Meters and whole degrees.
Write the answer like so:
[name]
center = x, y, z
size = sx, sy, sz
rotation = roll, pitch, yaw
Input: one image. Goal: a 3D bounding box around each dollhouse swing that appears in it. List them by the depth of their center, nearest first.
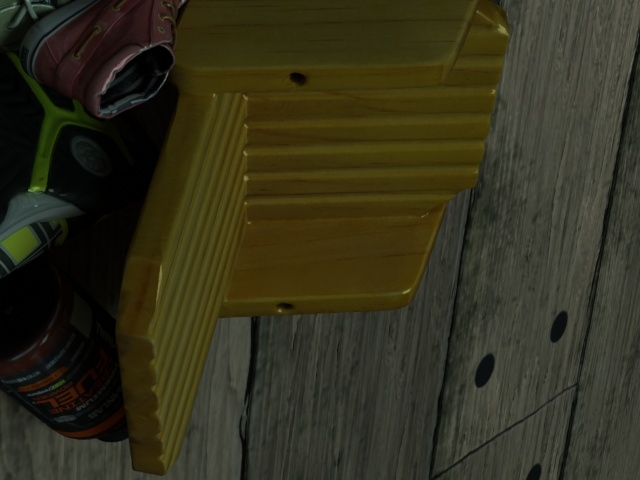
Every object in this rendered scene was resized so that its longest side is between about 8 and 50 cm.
[dollhouse swing]
center = 0.000, 0.000, 1.237
size = 0.347, 0.315, 0.305
rotation = 95, -8, -54

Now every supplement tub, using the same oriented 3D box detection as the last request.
[supplement tub]
center = -0.209, 0.097, 1.262
size = 0.106, 0.106, 0.198
rotation = -59, 146, -15

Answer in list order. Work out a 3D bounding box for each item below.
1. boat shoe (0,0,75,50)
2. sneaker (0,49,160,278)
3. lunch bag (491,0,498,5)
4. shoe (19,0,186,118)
[boat shoe]
center = -0.219, -0.190, 1.096
size = 0.302, 0.094, 0.109
rotation = -27, 129, -47
[sneaker]
center = -0.260, -0.034, 1.121
size = 0.147, 0.145, 0.384
rotation = -41, 171, 30
[lunch bag]
center = 0.040, -0.323, 1.298
size = 0.305, 0.212, 0.256
rotation = 55, 42, -53
[shoe]
center = -0.123, -0.154, 1.095
size = 0.178, 0.081, 0.063
rotation = -41, 153, -29
